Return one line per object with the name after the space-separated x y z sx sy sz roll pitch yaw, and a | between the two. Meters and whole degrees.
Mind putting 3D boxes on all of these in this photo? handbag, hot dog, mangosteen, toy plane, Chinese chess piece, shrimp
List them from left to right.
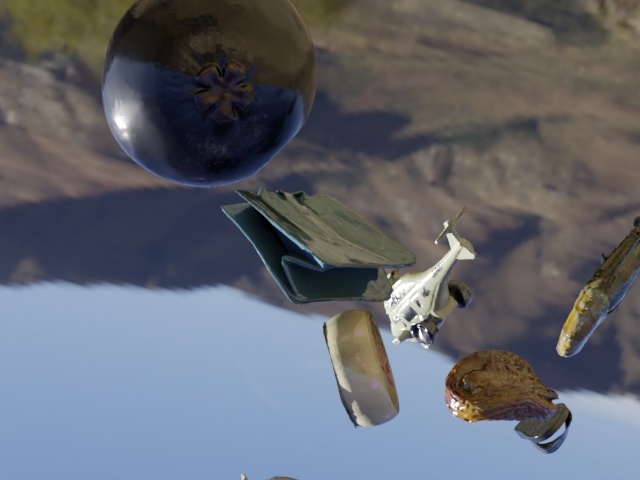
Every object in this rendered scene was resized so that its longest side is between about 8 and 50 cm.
-0.142 -0.206 2.123 0.275 0.275 0.302 17 -172 -12 | mangosteen
0.000 0.000 1.799 0.144 0.057 0.221 45 -160 22 | handbag
0.043 0.131 1.749 0.051 0.122 0.122 -18 180 6 | Chinese chess piece
0.134 0.053 2.081 0.108 0.092 0.286 44 153 5 | toy plane
0.217 0.177 2.017 0.147 0.065 0.099 2 -149 -27 | hot dog
0.362 0.054 2.113 0.051 0.217 0.150 37 -176 18 | shrimp

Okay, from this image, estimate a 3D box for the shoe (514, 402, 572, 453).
0.322 0.268 2.402 0.049 0.071 0.179 47 172 -1 | shoe

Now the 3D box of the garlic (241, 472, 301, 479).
0.010 0.413 2.153 0.325 0.132 0.279 33 152 6 | garlic
